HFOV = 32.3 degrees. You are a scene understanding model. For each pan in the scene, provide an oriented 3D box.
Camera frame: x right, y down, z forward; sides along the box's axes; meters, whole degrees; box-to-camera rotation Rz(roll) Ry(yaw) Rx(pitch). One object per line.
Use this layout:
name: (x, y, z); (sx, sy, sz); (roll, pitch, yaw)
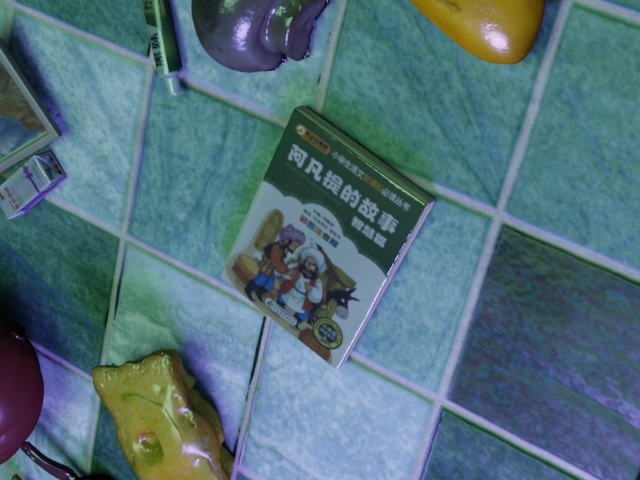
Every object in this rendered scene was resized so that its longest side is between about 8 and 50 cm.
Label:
pan: (-0.371, 0.377, 1.689); (0.212, 0.040, 0.115); (42, 124, 6)

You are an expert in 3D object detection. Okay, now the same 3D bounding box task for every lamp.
lamp: (-0.558, 0.215, 1.615); (0.303, 0.257, 0.303); (-1, 137, -1)

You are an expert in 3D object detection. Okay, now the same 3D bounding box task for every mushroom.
mushroom: (-0.083, -0.273, 1.258); (0.141, 0.117, 0.188); (42, 128, 28)

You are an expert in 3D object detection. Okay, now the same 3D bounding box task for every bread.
bread: (-0.208, 0.255, 1.522); (0.160, 0.088, 0.233); (-10, 103, 39)

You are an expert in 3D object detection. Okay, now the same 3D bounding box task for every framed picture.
framed picture: (-0.498, -0.169, 1.539); (0.250, 0.016, 0.184); (-24, 105, 26)

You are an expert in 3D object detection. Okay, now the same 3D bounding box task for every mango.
mango: (0.149, -0.275, 1.107); (0.145, 0.112, 0.219); (-27, 102, 35)

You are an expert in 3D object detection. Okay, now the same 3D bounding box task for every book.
book: (0.000, 0.000, 1.338); (0.202, 0.027, 0.264); (38, 122, 18)

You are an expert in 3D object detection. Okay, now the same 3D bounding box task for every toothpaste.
toothpaste: (-0.201, -0.281, 1.371); (0.049, 0.031, 0.204); (-5, 100, 33)

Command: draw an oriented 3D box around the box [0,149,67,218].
box: (-0.413, -0.079, 1.570); (0.117, 0.036, 0.051); (-30, 88, 37)

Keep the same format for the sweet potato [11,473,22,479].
sweet potato: (-0.465, 0.439, 1.775); (0.041, 0.038, 0.153); (24, 128, 51)
